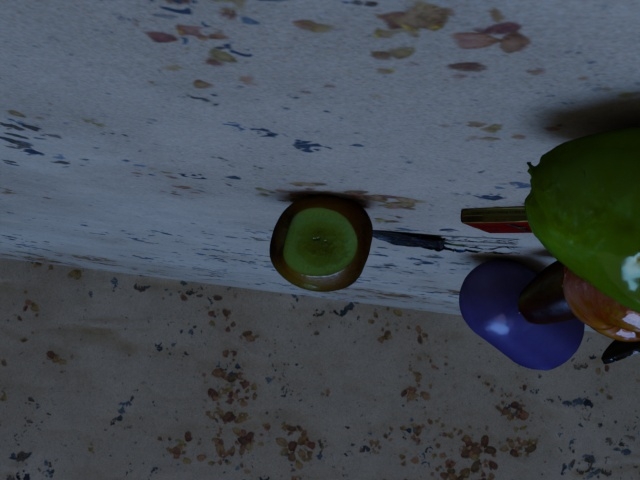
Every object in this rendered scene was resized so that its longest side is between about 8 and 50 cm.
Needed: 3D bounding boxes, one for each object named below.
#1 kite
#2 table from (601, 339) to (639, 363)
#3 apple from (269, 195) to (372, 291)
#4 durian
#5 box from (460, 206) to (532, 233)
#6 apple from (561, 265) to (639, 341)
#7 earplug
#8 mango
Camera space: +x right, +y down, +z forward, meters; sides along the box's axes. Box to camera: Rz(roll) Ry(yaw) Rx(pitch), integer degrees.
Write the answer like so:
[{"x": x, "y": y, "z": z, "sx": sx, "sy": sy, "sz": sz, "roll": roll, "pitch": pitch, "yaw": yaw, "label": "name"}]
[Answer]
[{"x": 0.236, "y": 0.007, "z": 1.482, "sx": 0.285, "sy": 0.015, "sz": 0.152, "roll": 3, "pitch": 171, "yaw": 25, "label": "kite"}, {"x": 0.680, "y": 0.223, "z": 1.332, "sx": 0.317, "sy": 0.249, "sz": 0.317, "roll": -28, "pitch": 173, "yaw": -4, "label": "table"}, {"x": -0.001, "y": 0.006, "z": 1.235, "sx": 0.147, "sy": 0.146, "sz": 0.163, "roll": 13, "pitch": 173, "yaw": -10, "label": "apple"}, {"x": 0.356, "y": -0.002, "z": 0.711, "sx": 0.340, "sy": 0.204, "sz": 0.256, "roll": 10, "pitch": -177, "yaw": -14, "label": "durian"}, {"x": 0.288, "y": -0.029, "z": 1.174, "sx": 0.133, "sy": 0.023, "sz": 0.090, "roll": 0, "pitch": 171, "yaw": 40, "label": "box"}, {"x": 0.475, "y": 0.069, "z": 1.206, "sx": 0.209, "sy": 0.164, "sz": 0.209, "roll": 8, "pitch": 169, "yaw": 1, "label": "apple"}, {"x": 0.436, "y": 0.160, "z": 1.747, "sx": 0.215, "sy": 0.215, "sz": 0.456, "roll": 2, "pitch": 167, "yaw": 29, "label": "earplug"}, {"x": 0.469, "y": 0.082, "z": 1.440, "sx": 0.133, "sy": 0.111, "sz": 0.267, "roll": 10, "pitch": 154, "yaw": -27, "label": "mango"}]
